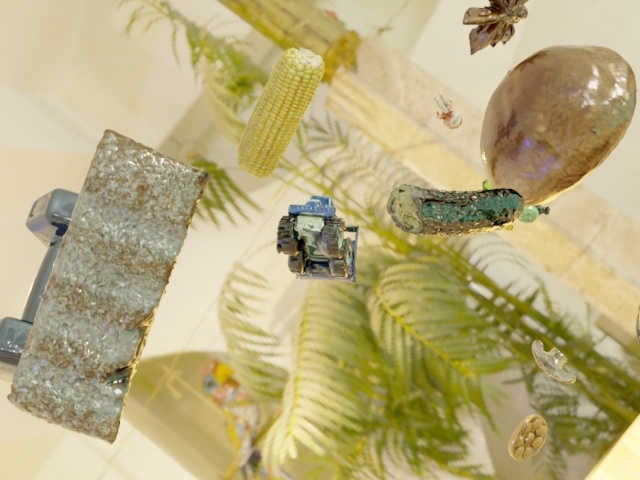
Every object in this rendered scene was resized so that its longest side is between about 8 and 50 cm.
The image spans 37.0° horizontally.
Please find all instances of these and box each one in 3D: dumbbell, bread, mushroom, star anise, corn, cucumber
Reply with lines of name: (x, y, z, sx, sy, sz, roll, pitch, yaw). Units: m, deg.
dumbbell: (-0.445, 0.078, 1.580, 0.160, 0.144, 0.325, 62, -144, -56)
bread: (0.438, 0.416, 2.023, 0.110, 0.024, 0.110, -16, -63, -34)
bread: (-0.297, 0.064, 1.353, 0.113, 0.165, 0.416, -148, 77, -81)
mushroom: (0.421, 0.221, 1.737, 0.049, 0.101, 0.019, -39, -26, -15)
star anise: (0.289, -0.372, 1.541, 0.168, 0.057, 0.168, -37, -33, -29)
corn: (-0.070, -0.210, 1.585, 0.081, 0.081, 0.248, -44, -13, -54)
cucumber: (0.187, -0.037, 1.228, 0.245, 0.067, 0.067, 0, -44, -41)
mushroom: (0.354, -0.178, 1.498, 0.283, 0.195, 0.263, 109, 177, -66)

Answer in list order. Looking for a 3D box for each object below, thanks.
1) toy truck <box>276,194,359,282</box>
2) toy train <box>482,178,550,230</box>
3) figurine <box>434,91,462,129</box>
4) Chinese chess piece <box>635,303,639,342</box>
toy truck: (0.000, 0.000, 1.703, 0.208, 0.113, 0.126, 70, -153, -61)
toy train: (0.459, -0.139, 2.197, 0.296, 0.161, 0.100, -64, -20, -45)
figurine: (0.274, -0.285, 2.092, 0.064, 0.047, 0.109, -57, -42, -12)
Chinese chess piece: (0.584, 0.168, 1.546, 0.083, 0.188, 0.188, -9, -11, -3)
